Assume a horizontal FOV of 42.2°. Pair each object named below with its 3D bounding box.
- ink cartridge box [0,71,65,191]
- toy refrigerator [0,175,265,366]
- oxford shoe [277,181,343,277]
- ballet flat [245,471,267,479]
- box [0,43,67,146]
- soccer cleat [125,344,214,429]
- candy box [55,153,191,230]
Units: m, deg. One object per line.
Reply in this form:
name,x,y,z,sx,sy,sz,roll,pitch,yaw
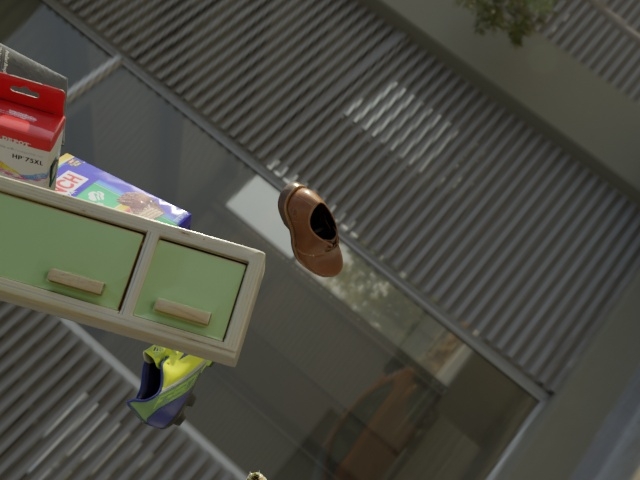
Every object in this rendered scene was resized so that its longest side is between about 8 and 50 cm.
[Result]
ink cartridge box,-0.494,-0.146,1.336,0.078,0.134,0.231,-85,13,-51
toy refrigerator,-0.194,0.029,0.771,0.094,0.269,0.102,110,176,-74
oxford shoe,0.000,0.000,1.298,0.076,0.076,0.212,-50,-37,-17
ballet flat,-0.179,0.527,1.581,0.241,0.091,0.077,-36,-62,-49
box,-0.694,-0.241,1.590,0.296,0.183,0.294,-28,-37,32
soccer cleat,-0.262,0.208,1.544,0.093,0.121,0.289,-23,37,50
candy box,-0.458,-0.016,1.621,0.268,0.317,0.122,-49,-21,-50
